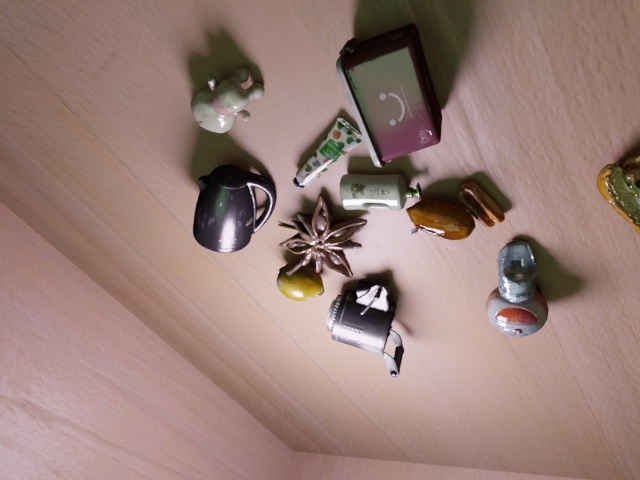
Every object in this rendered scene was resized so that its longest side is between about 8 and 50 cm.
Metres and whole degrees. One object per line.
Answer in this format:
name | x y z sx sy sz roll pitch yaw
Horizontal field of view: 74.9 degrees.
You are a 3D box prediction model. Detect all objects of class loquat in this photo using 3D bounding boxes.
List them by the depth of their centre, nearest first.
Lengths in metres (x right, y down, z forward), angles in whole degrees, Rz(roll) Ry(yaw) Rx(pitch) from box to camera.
loquat | -0.076 0.160 1.612 0.195 0.152 0.152 28 138 -6

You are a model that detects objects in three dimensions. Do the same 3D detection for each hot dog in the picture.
hot dog | 0.447 -0.102 1.175 0.165 0.045 0.071 42 137 -15

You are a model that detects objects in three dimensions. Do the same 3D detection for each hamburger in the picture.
hamburger | 0.746 -0.093 0.975 0.124 0.131 0.262 -43 102 10

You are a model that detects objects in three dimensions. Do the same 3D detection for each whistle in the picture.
whistle | 0.601 0.165 1.282 0.189 0.189 0.348 1 121 26

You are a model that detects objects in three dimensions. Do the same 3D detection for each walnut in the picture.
walnut | 0.345 -0.062 1.214 0.207 0.116 0.116 18 138 24

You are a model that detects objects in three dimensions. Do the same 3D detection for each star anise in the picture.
star anise | 0.001 0.001 1.444 0.292 0.109 0.349 19 121 17

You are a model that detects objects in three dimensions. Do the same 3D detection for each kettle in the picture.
kettle | -0.291 -0.126 1.436 0.268 0.207 0.290 4 131 -18

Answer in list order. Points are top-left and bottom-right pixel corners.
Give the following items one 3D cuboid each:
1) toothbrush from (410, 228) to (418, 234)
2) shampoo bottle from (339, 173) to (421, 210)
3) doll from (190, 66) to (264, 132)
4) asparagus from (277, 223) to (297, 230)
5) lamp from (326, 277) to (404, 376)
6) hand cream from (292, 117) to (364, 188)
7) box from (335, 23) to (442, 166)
toothbrush | 0.349 -0.050 1.297 0.011 0.014 0.167 32 140 -31
shampoo bottle | 0.180 -0.142 1.237 0.234 0.087 0.118 3 130 23
doll | -0.292 -0.392 1.207 0.275 0.113 0.155 -18 124 37
asparagus | -0.079 -0.037 1.523 0.166 0.013 0.016 15 95 12
lamp | 0.161 0.320 1.608 0.272 0.205 0.374 -3 113 22
hand cream | 0.009 -0.247 1.246 0.095 0.059 0.276 37 132 -15
box | 0.174 -0.342 0.980 0.167 0.193 0.294 -12 125 25
